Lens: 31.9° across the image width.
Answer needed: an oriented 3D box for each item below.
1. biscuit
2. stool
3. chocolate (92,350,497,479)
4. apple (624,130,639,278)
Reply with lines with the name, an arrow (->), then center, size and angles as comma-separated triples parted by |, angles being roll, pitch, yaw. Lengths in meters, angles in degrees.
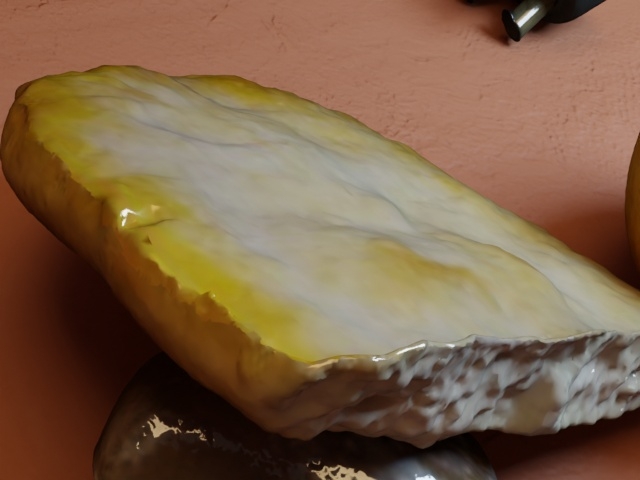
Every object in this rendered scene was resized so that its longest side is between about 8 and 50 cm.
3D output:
biscuit -> 0.000, 0.001, 0.747 | 0.446, 0.104, 0.429 | 34, 23, 31
stool -> 0.221, -0.298, 1.183 | 0.139, 0.228, 0.153 | -32, 101, -14
chocolate -> -0.001, 0.120, 0.690 | 0.253, 0.080, 0.157 | 17, 11, -1
apple -> 0.371, -0.022, 0.832 | 0.299, 0.299, 0.275 | 33, 63, 18
